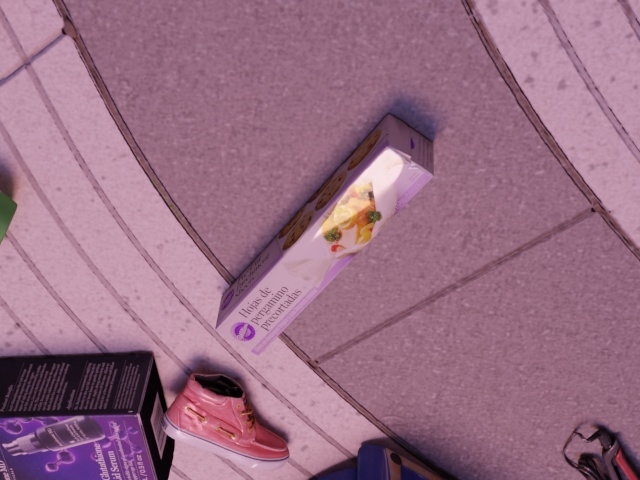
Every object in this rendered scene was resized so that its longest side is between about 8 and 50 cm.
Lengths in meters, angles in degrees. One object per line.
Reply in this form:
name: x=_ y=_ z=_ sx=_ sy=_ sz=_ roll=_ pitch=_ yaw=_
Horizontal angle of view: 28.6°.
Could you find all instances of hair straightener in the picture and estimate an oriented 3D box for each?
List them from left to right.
hair straightener: x=0.369 y=0.321 z=1.586 sx=0.089 sy=0.047 sz=0.230 roll=-26 pitch=121 yaw=22

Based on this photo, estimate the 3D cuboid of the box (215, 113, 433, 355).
box: x=0.000 y=0.000 z=1.362 sx=0.063 sy=0.067 sz=0.324 roll=32 pitch=124 yaw=-17

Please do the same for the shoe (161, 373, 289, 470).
shoe: x=-0.101 y=0.221 z=1.541 sx=0.178 sy=0.063 sz=0.081 roll=22 pitch=111 yaw=-26

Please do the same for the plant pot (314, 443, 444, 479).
plant pot: x=0.083 y=0.410 z=1.570 sx=0.236 sy=0.236 sz=0.212 roll=34 pitch=117 yaw=-19

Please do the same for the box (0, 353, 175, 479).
box: x=-0.297 y=0.230 z=1.537 sx=0.207 sy=0.108 sz=0.153 roll=-4 pitch=127 yaw=7

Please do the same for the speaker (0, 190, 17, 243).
speaker: x=-0.479 y=-0.054 z=1.323 sx=0.296 sy=0.131 sz=0.131 roll=26 pitch=125 yaw=-14
